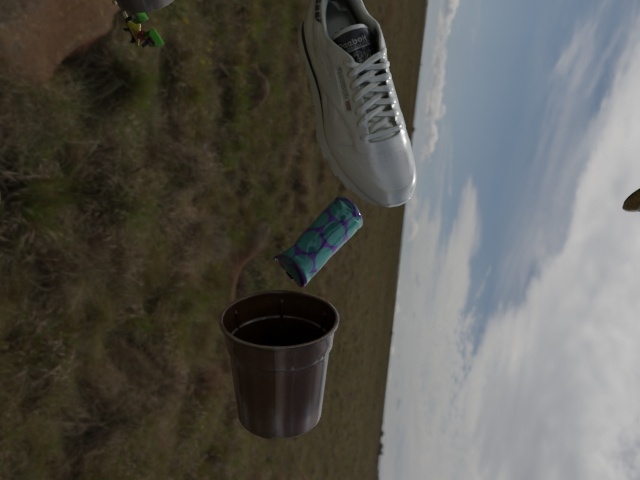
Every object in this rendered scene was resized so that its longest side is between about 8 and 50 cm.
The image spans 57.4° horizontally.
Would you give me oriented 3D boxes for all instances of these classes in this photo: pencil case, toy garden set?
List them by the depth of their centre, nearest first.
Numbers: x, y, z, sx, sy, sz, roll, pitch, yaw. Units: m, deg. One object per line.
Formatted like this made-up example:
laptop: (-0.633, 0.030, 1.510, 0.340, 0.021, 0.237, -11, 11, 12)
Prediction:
pencil case: (0.000, 0.000, 0.909, 0.151, 0.064, 0.070, -45, -176, -24)
toy garden set: (-0.500, -0.590, 1.467, 0.244, 0.049, 0.204, 59, -13, -27)

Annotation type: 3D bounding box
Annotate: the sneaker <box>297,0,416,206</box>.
sneaker: (0.040, -0.146, 0.592, 0.235, 0.090, 0.095, 68, -18, 3)

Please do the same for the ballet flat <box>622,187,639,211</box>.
ballet flat: (0.748, -0.105, 1.285, 0.206, 0.073, 0.067, 109, -27, -57)

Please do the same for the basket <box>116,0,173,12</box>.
basket: (-0.370, -0.579, 1.138, 0.226, 0.154, 0.204, 83, 4, -49)

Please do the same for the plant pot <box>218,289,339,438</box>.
plant pot: (-0.059, 0.181, 0.840, 0.167, 0.167, 0.165, -67, 161, -68)
